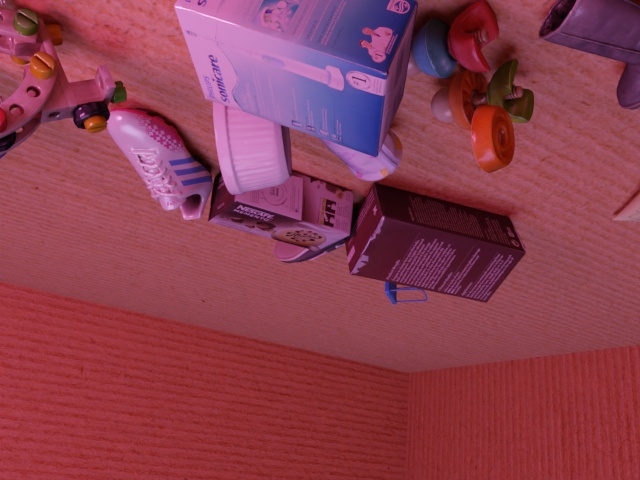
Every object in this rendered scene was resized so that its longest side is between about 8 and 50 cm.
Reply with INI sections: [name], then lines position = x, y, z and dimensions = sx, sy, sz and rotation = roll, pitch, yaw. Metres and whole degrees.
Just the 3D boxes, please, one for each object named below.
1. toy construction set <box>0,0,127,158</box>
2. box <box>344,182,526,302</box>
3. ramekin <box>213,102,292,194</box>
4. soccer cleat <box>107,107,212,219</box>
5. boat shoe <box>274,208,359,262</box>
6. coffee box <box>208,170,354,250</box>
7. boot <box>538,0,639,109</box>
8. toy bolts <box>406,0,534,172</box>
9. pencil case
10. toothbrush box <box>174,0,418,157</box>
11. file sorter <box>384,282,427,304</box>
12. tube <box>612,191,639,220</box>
[toy construction set]
position = -0.431, -0.293, 0.993
dimensions = 0.237, 0.257, 0.309
rotation = -13, 144, -27
[box]
position = 0.270, 0.012, 1.553
dimensions = 0.381, 0.143, 0.191
rotation = 12, 130, -19
[ramekin]
position = -0.114, -0.187, 1.139
dimensions = 0.109, 0.207, 0.207
rotation = -5, 159, 2
[soccer cleat]
position = -0.331, -0.151, 1.361
dimensions = 0.116, 0.143, 0.331
rotation = -4, 157, 23
[boat shoe]
position = 0.000, 0.000, 1.721
dimensions = 0.095, 0.112, 0.335
rotation = 25, 149, -31
[coffee box]
position = -0.093, -0.081, 1.516
dimensions = 0.297, 0.119, 0.168
rotation = 16, 158, -27
[boot]
position = 0.415, -0.276, 0.934
dimensions = 0.208, 0.076, 0.189
rotation = 3, 146, -12
[toy bolts]
position = 0.201, -0.223, 0.988
dimensions = 0.158, 0.218, 0.228
rotation = -3, 140, 39
[pencil case]
position = 0.054, -0.208, 1.150
dimensions = 0.124, 0.113, 0.273
rotation = 19, 170, 32
[toothbrush box]
position = -0.030, -0.262, 0.913
dimensions = 0.295, 0.126, 0.216
rotation = 19, 161, 10
[file sorter]
position = 0.239, 0.078, 1.782
dimensions = 0.104, 0.170, 0.118
rotation = -4, 158, 17
[tube]
position = 0.717, -0.080, 1.410
dimensions = 0.070, 0.062, 0.240
rotation = 46, 176, 19
